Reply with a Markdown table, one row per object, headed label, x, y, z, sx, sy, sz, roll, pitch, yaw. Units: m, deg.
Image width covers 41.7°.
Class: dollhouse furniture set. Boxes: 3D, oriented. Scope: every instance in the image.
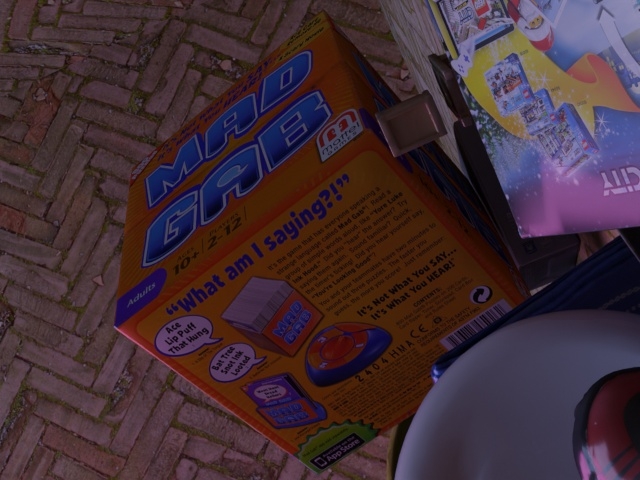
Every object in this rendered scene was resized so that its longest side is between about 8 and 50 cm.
| label | x | y | z | sx | sy | sz | roll | pitch | yaw |
| --- | --- | --- | --- | --- | --- | --- | --- | --- | --- |
| dollhouse furniture set | 0.118 | -0.199 | 0.804 | 0.101 | 0.182 | 0.160 | -96 | -19 | -68 |

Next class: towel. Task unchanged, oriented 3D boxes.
| label | x | y | z | sx | sy | sz | roll | pitch | yaw |
| --- | --- | --- | --- | --- | --- | --- | --- | --- | --- |
| towel | 0.254 | 0.179 | 0.781 | 0.335 | 0.243 | 0.040 | 64 | 167 | -25 |

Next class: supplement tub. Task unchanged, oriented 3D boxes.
| label | x | y | z | sx | sy | sz | roll | pitch | yaw |
| --- | --- | --- | --- | --- | --- | --- | --- | --- | --- |
| supplement tub | 0.212 | 0.193 | 0.572 | 0.325 | 0.236 | 0.235 | 33 | -148 | -55 |

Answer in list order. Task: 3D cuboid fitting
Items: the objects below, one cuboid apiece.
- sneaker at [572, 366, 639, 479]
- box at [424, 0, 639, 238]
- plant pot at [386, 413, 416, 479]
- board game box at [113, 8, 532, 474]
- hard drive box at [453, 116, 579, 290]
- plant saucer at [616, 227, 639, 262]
| label | x | y | z | sx | sy | sz | roll | pitch | yaw |
| --- | --- | --- | --- | --- | --- | --- | --- | --- | --- |
| sneaker | 0.218 | 0.137 | 0.312 | 0.276 | 0.098 | 0.135 | 42 | 164 | 24 |
| box | 0.128 | -0.087 | 0.318 | 0.159 | 0.044 | 0.233 | 66 | 160 | -6 |
| plant pot | 0.334 | 0.343 | 1.184 | 0.353 | 0.367 | 0.366 | 39 | -154 | -50 |
| board game box | 0.000 | 0.000 | 1.084 | 0.356 | 0.357 | 0.356 | 44 | -161 | -31 |
| hard drive box | 0.281 | -0.058 | 1.221 | 0.181 | 0.089 | 0.232 | 49 | -162 | -70 |
| plant saucer | 0.170 | -0.109 | 0.593 | 0.310 | 0.050 | 0.310 | 49 | -160 | -24 |
